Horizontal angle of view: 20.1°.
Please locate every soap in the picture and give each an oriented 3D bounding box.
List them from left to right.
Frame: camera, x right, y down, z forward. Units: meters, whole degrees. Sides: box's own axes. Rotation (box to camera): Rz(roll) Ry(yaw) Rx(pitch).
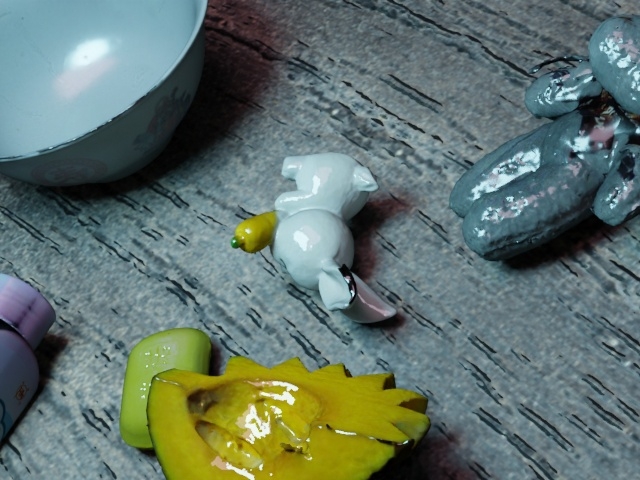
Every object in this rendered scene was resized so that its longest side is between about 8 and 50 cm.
[{"bbox_3d":[-0.148,0.138,1.717,0.089,0.045,0.140,-11,46,14],"label":"soap"}]

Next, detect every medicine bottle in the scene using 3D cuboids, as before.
[{"bbox_3d":[-0.345,0.127,1.777,0.094,0.119,0.188,13,57,33],"label":"medicine bottle"}]

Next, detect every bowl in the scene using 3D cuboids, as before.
[{"bbox_3d":[-0.252,-0.166,1.979,0.345,0.157,0.345,-15,45,15],"label":"bowl"}]

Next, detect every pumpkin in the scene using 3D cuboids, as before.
[{"bbox_3d":[-0.017,0.191,1.579,0.254,0.149,0.130,10,14,25],"label":"pumpkin"}]

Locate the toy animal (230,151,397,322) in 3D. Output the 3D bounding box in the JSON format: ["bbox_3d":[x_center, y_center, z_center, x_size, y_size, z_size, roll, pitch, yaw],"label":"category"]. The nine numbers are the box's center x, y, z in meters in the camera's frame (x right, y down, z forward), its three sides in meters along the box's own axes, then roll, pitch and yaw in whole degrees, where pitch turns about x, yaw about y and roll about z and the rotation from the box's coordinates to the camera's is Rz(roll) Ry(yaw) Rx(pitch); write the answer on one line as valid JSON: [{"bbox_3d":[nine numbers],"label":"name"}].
[{"bbox_3d":[0.000,0.000,1.720,0.127,0.131,0.182,-22,49,40],"label":"toy animal"}]

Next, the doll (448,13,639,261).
[{"bbox_3d":[0.261,-0.115,1.656,0.340,0.158,0.246,-24,31,10],"label":"doll"}]
